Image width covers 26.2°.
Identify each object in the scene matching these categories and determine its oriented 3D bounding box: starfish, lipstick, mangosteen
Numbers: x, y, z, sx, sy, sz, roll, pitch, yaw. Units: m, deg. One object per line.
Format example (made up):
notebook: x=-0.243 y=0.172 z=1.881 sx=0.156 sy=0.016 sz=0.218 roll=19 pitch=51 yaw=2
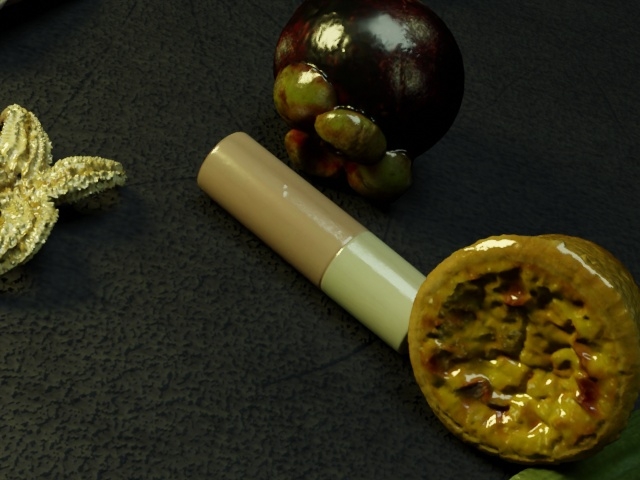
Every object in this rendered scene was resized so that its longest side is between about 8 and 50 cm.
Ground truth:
starfish: x=-0.269 y=-0.052 z=1.186 sx=0.238 sy=0.071 sz=0.216 roll=-1 pitch=49 yaw=-38
lipstick: x=0.000 y=0.000 z=1.255 sx=0.254 sy=0.070 sz=0.070 roll=39 pitch=40 yaw=20
mangosteen: x=0.043 y=-0.156 z=1.376 sx=0.210 sy=0.210 sz=0.210 roll=15 pitch=38 yaw=-12

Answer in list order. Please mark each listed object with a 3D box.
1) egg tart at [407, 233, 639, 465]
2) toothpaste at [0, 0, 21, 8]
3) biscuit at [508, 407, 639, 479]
egg tart: x=0.191 y=0.075 z=1.171 sx=0.202 sy=0.202 sz=0.147 roll=35 pitch=28 yaw=15
toothpaste: x=-0.313 y=-0.253 z=1.420 sx=0.075 sy=0.048 sz=0.301 roll=3 pitch=25 yaw=20
biscuit: x=0.293 y=0.192 z=1.206 sx=0.322 sy=0.038 sz=0.099 roll=-16 pitch=49 yaw=-40
